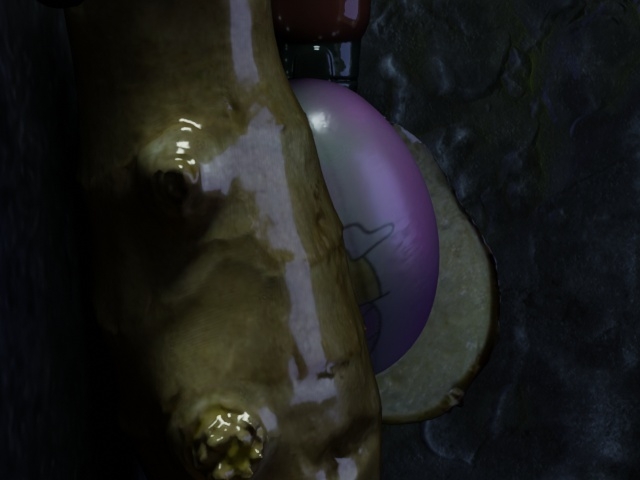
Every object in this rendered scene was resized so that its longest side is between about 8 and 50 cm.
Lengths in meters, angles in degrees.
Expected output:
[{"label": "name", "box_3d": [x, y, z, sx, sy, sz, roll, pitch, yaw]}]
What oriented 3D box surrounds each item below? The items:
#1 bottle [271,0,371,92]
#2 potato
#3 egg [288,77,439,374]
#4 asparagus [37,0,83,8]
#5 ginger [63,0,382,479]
[{"label": "bottle", "box_3d": [-0.005, -0.326, 1.071, 0.144, 0.143, 0.336, -78, 166, -73]}, {"label": "potato", "box_3d": [0.013, 0.036, 1.119, 0.397, 0.290, 0.296, 47, -10, -24]}, {"label": "egg", "box_3d": [0.000, 0.000, 0.733, 0.271, 0.196, 0.196, 83, 7, -57]}, {"label": "asparagus", "box_3d": [-0.097, -0.201, 0.236, 0.287, 0.080, 0.080, 97, -3, -47]}, {"label": "ginger", "box_3d": [-0.037, -0.022, 0.467, 0.236, 0.166, 0.376, -32, 128, -75]}]
